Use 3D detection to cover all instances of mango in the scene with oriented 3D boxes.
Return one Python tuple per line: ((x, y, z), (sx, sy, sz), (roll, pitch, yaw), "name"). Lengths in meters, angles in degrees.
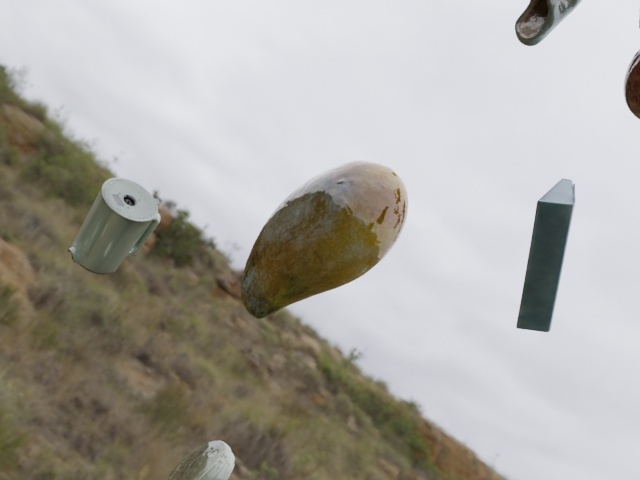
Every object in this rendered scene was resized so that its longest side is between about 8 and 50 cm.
((0.000, 0.000, 1.434), (0.146, 0.316, 0.192), (39, 14, -40), "mango")

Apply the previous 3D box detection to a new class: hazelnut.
((0.557, -0.244, 1.444), (0.154, 0.143, 0.143), (-2, -25, 11), "hazelnut")

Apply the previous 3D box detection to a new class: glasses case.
((0.405, 0.033, 1.606), (0.056, 0.105, 0.266), (23, -51, 30), "glasses case")

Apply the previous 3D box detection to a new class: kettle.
((-0.341, -0.025, 1.540), (0.098, 0.127, 0.148), (37, -57, -1), "kettle")

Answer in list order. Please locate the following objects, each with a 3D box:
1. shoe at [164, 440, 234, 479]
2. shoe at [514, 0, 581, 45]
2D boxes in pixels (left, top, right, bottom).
((-0.216, 0.476, 1.506), (0.159, 0.316, 0.124), (42, 18, -14), "shoe")
((0.463, -0.482, 1.848), (0.079, 0.195, 0.078), (44, 12, 23), "shoe")
